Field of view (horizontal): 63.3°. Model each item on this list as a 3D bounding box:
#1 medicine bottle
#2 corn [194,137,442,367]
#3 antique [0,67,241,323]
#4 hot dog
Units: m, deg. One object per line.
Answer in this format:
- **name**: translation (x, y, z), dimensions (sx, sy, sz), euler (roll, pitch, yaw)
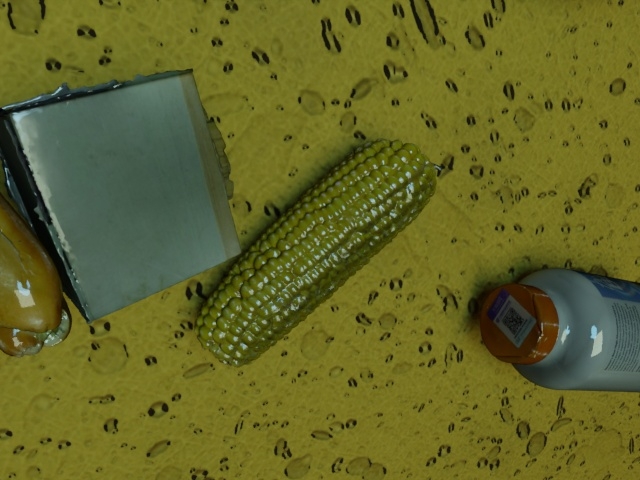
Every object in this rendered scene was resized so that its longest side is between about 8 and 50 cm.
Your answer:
- **medicine bottle**: translation (0.353, 0.121, 0.695), dimensions (0.289, 0.157, 0.156), euler (10, 101, -27)
- **corn**: translation (0.000, 0.000, 0.527), dimensions (0.310, 0.101, 0.101), euler (-40, 118, -7)
- **antique**: translation (-0.155, -0.048, 0.403), dimensions (0.148, 0.147, 0.151), euler (-24, 115, -29)
- **hot dog**: translation (-0.258, -0.024, 0.346), dimensions (0.068, 0.100, 0.249), euler (-38, 81, -32)
